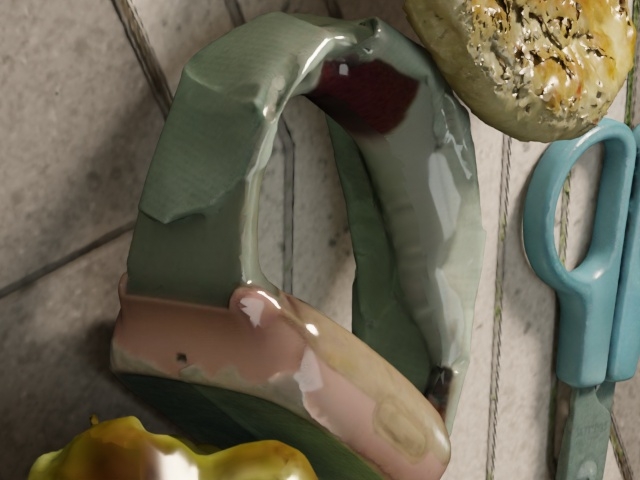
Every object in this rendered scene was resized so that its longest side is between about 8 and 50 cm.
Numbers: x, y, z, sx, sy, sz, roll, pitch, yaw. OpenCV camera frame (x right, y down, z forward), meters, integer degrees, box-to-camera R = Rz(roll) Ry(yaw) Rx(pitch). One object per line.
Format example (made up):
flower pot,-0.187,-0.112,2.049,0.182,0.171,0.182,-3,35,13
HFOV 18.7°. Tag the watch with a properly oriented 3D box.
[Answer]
watch,0.000,0.000,1.113,0.253,0.162,0.241,44,60,-45

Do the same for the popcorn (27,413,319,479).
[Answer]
popcorn,-0.063,0.249,1.025,0.312,0.312,0.312,-17,116,-40

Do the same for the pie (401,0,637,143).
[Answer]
pie,0.114,-0.192,1.151,0.274,0.055,0.274,18,67,-49

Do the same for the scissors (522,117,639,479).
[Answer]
scissors,0.195,0.130,1.414,0.193,0.029,0.447,-5,107,-43
